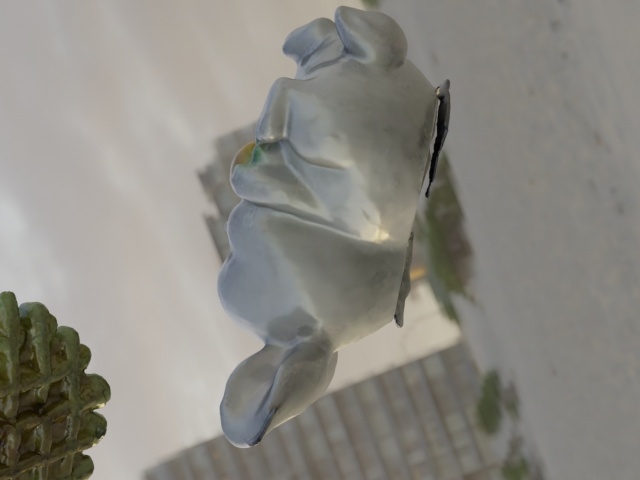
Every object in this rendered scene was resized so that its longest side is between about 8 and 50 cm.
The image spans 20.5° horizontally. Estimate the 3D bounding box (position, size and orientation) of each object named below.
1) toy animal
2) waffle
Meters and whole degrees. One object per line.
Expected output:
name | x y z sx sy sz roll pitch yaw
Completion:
toy animal | 0.001 -0.004 1.323 0.208 0.154 0.325 58 -137 -87
waffle | -0.201 0.131 1.108 0.183 0.036 0.169 -64 -36 -23
